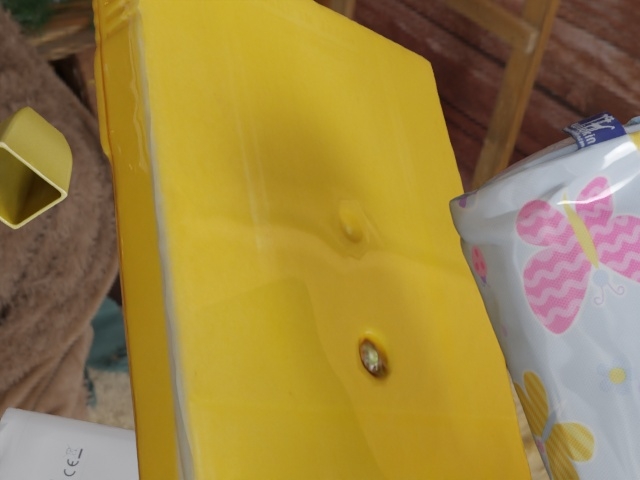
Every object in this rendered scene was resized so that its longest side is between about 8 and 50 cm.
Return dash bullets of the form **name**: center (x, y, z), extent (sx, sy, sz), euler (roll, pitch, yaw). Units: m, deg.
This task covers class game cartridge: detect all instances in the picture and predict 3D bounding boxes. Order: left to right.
- **game cartridge**: center (0.000, 0.000, 0.584), extent (0.285, 0.053, 0.323), euler (14, 57, -47)

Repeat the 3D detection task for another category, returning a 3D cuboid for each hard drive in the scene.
- **hard drive**: center (-0.208, 0.301, 1.033), extent (0.319, 0.040, 0.210), euler (9, 59, 8)

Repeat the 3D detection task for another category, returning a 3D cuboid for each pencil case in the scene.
- **pencil case**: center (0.163, 0.075, 0.499), extent (0.124, 0.113, 0.273), euler (-19, 88, -16)

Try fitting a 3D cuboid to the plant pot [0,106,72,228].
- **plant pot**: center (-0.286, -0.078, 0.949), extent (0.081, 0.081, 0.083), euler (-27, 38, 29)
